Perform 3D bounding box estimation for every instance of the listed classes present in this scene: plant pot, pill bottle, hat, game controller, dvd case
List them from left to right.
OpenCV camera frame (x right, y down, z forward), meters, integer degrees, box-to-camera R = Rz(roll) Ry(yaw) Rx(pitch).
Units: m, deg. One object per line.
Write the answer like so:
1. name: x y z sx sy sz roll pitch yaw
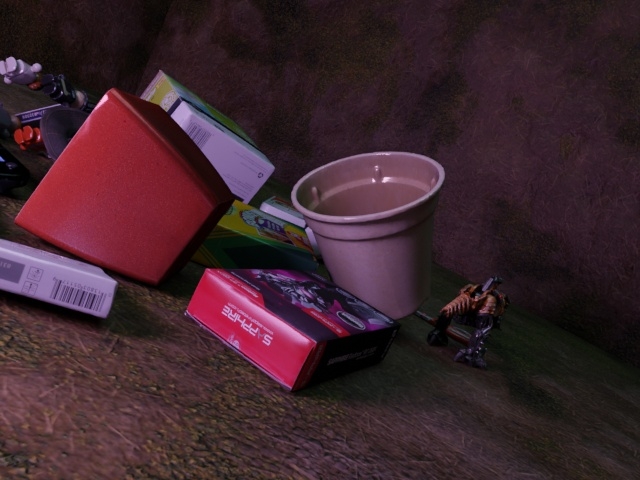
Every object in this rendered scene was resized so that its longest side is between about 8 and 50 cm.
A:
1. game controller: -0.691 -0.175 1.176 0.319 0.067 0.166 32 11 37
2. dvd case: -0.735 -0.349 1.722 0.238 0.030 0.179 -10 4 9
3. hat: -0.494 -0.158 1.388 0.331 0.134 0.331 27 27 -15
4. plant pot: -0.304 -0.072 1.073 0.235 0.267 0.267 38 6 -2
5. pill bottle: 0.000 0.000 1.870 0.108 0.108 0.193 27 9 9
6. plant pot: 0.127 0.003 1.390 0.333 0.306 0.334 -9 29 5

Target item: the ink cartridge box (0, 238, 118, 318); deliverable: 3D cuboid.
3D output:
1. ink cartridge box: -0.395 0.044 0.857 0.189 0.066 0.232 20 -10 -25

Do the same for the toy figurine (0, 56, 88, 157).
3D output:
1. toy figurine: -0.721 -0.334 1.540 0.209 0.213 0.148 25 0 13

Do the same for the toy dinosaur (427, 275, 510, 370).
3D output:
1. toy dinosaur: 0.367 0.178 1.511 0.321 0.219 0.164 19 12 -34

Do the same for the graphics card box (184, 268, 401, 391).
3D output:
1. graphics card box: -0.029 0.141 1.081 0.232 0.094 0.371 30 10 26

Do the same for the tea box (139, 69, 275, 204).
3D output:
1. tea box: -0.364 -0.274 1.792 0.329 0.220 0.323 31 14 -44

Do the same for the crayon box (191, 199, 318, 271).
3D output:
1. crayon box: -0.182 -0.009 1.454 0.312 0.106 0.363 23 10 -12

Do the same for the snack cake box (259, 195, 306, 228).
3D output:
1. snack cake box: -0.119 -0.068 1.997 0.152 0.089 0.264 23 9 0

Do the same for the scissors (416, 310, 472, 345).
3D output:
1. scissors: 0.307 0.221 1.720 0.297 0.021 0.109 28 11 6
